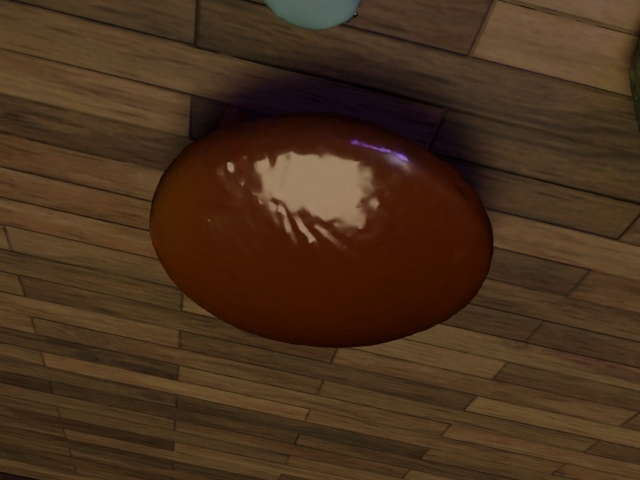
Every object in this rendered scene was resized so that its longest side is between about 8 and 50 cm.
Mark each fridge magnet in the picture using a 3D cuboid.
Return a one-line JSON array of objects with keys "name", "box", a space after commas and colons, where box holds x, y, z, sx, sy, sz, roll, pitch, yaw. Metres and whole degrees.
[{"name": "fridge magnet", "box": [0.000, 0.000, 0.732, 0.364, 0.155, 0.363, 6, 141, 5]}]

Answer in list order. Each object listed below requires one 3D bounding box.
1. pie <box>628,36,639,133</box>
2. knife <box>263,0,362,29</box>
[{"name": "pie", "box": [0.413, -0.147, 0.523, 0.339, 0.077, 0.339, 6, 138, 5]}, {"name": "knife", "box": [0.088, -0.286, 0.450, 0.132, 0.038, 0.399, 35, 134, -31]}]
